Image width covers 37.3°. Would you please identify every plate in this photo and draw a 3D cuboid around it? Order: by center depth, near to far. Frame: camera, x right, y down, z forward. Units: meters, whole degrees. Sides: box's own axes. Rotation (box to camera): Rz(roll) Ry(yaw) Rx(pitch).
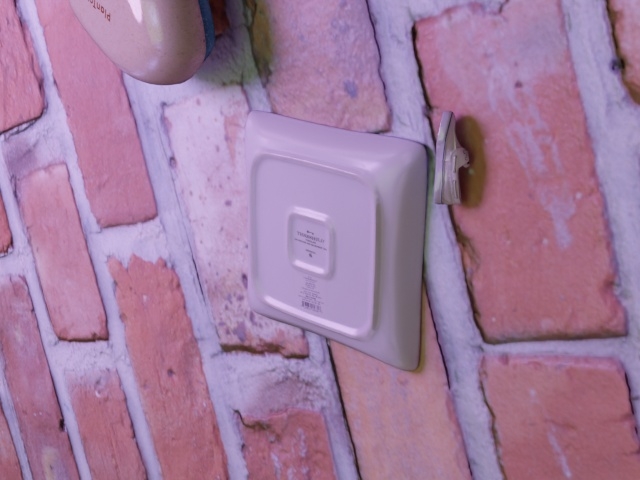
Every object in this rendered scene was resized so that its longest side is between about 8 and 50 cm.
[{"bbox_3d":[0.000,0.000,1.131,0.277,0.045,0.278,17,116,38],"label":"plate"}]

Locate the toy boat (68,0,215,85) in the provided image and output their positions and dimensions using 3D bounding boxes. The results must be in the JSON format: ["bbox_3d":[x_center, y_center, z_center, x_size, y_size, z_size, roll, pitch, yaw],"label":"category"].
[{"bbox_3d":[-0.193,-0.347,1.143,0.267,0.148,0.318,47,139,28],"label":"toy boat"}]

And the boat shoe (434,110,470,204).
[{"bbox_3d":[0.138,-0.085,0.983,0.035,0.035,0.100,6,106,14],"label":"boat shoe"}]
